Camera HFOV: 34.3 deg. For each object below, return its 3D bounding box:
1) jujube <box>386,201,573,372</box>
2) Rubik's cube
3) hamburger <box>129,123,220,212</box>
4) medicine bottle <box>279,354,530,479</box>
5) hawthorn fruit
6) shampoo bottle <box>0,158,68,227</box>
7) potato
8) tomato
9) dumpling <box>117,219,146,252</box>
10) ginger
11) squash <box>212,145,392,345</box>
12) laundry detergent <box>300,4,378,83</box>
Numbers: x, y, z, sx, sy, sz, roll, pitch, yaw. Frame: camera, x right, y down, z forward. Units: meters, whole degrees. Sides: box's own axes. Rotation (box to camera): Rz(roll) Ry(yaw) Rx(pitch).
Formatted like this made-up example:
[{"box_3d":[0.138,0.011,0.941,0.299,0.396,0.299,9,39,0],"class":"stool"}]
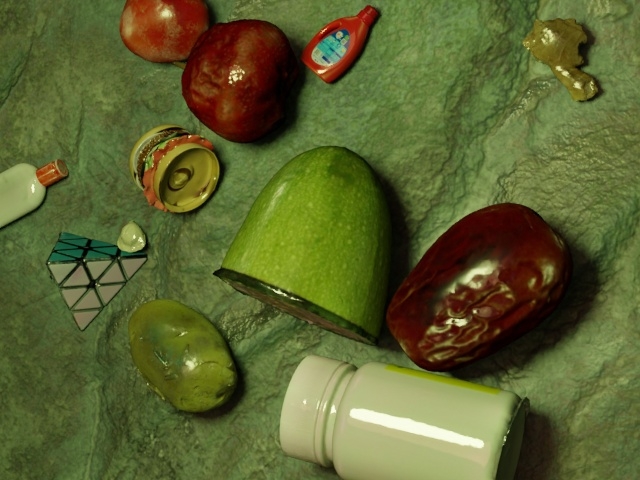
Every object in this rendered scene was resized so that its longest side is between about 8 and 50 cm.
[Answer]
[{"box_3d":[0.262,0.079,1.721,0.318,0.223,0.223,-41,71,11],"class":"jujube"},{"box_3d":[-0.427,0.076,2.069,0.178,0.211,0.190,-11,111,-2],"class":"Rubik's cube"},{"box_3d":[-0.289,-0.147,1.989,0.137,0.175,0.175,39,96,33],"class":"hamburger"},{"box_3d":[0.139,0.320,1.731,0.379,0.213,0.213,11,86,20],"class":"medicine bottle"},{"box_3d":[-0.170,-0.304,1.950,0.266,0.210,0.230,15,101,35],"class":"hawthorn fruit"},{"box_3d":[-0.628,-0.105,2.162,0.221,0.051,0.108,-26,72,16],"class":"shampoo bottle"},{"box_3d":[-0.263,0.215,1.932,0.169,0.143,0.248,-44,70,-2],"class":"potato"},{"box_3d":[-0.310,-0.431,2.042,0.187,0.151,0.187,-1,87,18],"class":"tomato"},{"box_3d":[-0.378,-0.004,2.058,0.059,0.043,0.077,-37,72,6],"class":"dumpling"},{"box_3d":[0.432,-0.322,1.798,0.096,0.067,0.165,-41,84,10],"class":"ginger"},{"box_3d":[0.019,-0.012,1.799,0.310,0.310,0.308,22,81,22],"class":"squash"},{"box_3d":[0.041,-0.381,1.959,0.165,0.049,0.097,-47,66,6],"class":"laundry detergent"}]
